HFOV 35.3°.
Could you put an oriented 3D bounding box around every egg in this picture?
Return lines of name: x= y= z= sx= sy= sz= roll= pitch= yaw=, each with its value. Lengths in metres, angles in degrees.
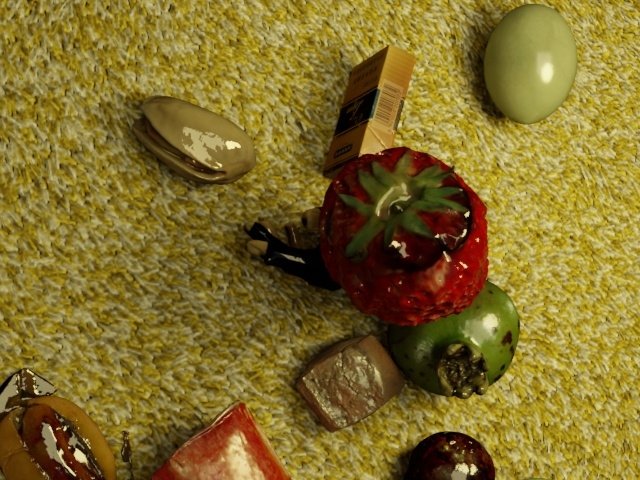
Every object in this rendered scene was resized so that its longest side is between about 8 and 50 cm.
egg: x=0.423 y=-0.356 z=2.034 sx=0.186 sy=0.186 sz=0.253 roll=14 pitch=74 yaw=-22

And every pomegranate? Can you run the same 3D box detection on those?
pomegranate: x=0.261 y=0.178 z=1.816 sx=0.242 sy=0.306 sz=0.242 roll=-3 pitch=99 yaw=-20

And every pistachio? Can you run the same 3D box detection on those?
pistachio: x=-0.217 y=-0.173 z=1.758 sx=0.223 sy=0.126 sz=0.152 roll=21 pitch=40 yaw=-15

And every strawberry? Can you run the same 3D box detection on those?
strawberry: x=0.138 y=0.014 z=1.643 sx=0.292 sy=0.310 sz=0.292 roll=-2 pitch=47 yaw=2

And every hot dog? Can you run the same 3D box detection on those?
hot dog: x=-0.392 y=0.356 z=1.606 sx=0.326 sy=0.107 sz=0.194 roll=41 pitch=68 yaw=-14

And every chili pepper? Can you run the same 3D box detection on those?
chili pepper: x=-0.157 y=0.450 z=1.659 sx=0.251 sy=0.229 sz=0.305 roll=-27 pitch=84 yaw=-22

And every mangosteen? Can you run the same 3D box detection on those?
mangosteen: x=0.240 y=0.444 z=1.858 sx=0.172 sy=0.172 sz=0.184 roll=-10 pitch=104 yaw=-25

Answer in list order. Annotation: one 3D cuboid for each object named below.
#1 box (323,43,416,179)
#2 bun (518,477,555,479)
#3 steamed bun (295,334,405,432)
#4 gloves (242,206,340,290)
box: x=0.092 y=-0.231 z=1.886 sx=0.070 sy=0.152 sz=0.237 roll=24 pitch=74 yaw=-21
bun: x=0.385 y=0.591 z=1.880 sx=0.293 sy=0.187 sz=0.293 roll=18 pitch=61 yaw=-35
steamed bun: x=0.053 y=0.253 z=1.813 sx=0.175 sy=0.106 sz=0.145 roll=-34 pitch=95 yaw=-8
gloves: x=0.006 y=0.006 z=1.792 sx=0.301 sy=0.197 sz=0.152 roll=7 pitch=53 yaw=-20
